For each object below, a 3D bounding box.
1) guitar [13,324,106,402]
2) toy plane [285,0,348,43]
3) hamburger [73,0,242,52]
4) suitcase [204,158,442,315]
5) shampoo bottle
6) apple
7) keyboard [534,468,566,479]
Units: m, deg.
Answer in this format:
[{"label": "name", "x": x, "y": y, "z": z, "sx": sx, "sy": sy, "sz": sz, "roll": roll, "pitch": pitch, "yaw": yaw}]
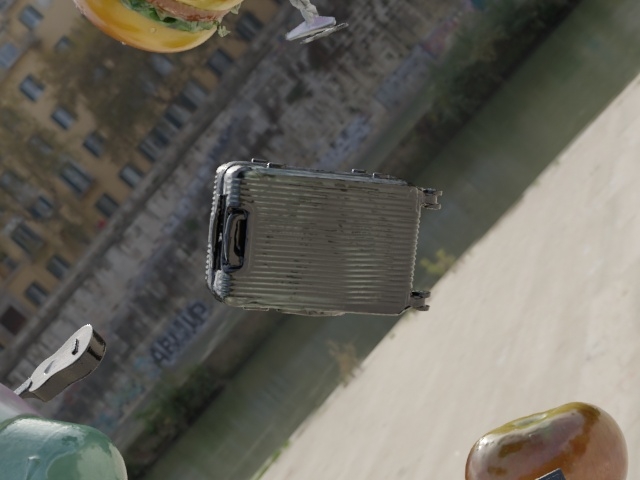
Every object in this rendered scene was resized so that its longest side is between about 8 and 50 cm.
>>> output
[{"label": "guitar", "x": -0.413, "y": 0.215, "z": 1.533, "sx": 0.271, "sy": 0.038, "sz": 0.084, "roll": -35, "pitch": 24, "yaw": 9}, {"label": "toy plane", "x": -0.030, "y": -0.345, "z": 1.188, "sx": 0.182, "sy": 0.107, "sz": 0.273, "roll": 2, "pitch": 65, "yaw": 40}, {"label": "hamburger", "x": -0.198, "y": -0.325, "z": 1.291, "sx": 0.170, "sy": 0.246, "sz": 0.246, "roll": -43, "pitch": 5, "yaw": 31}, {"label": "suitcase", "x": 0.000, "y": 0.000, "z": 1.489, "sx": 0.128, "sy": 0.312, "sz": 0.202, "roll": -160, "pitch": 75, "yaw": -70}, {"label": "shampoo bottle", "x": -0.371, "y": 0.257, "z": 1.212, "sx": 0.151, "sy": 0.349, "sz": 0.222, "roll": 33, "pitch": -115, "yaw": -59}, {"label": "apple", "x": 0.333, "y": 0.339, "z": 1.601, "sx": 0.234, "sy": 0.173, "sz": 0.210, "roll": -24, "pitch": -9, "yaw": 23}, {"label": "keyboard", "x": 0.231, "y": 0.359, "z": 1.388, "sx": 0.202, "sy": 0.067, "sz": 0.011, "roll": -33, "pitch": -23, "yaw": 25}]
